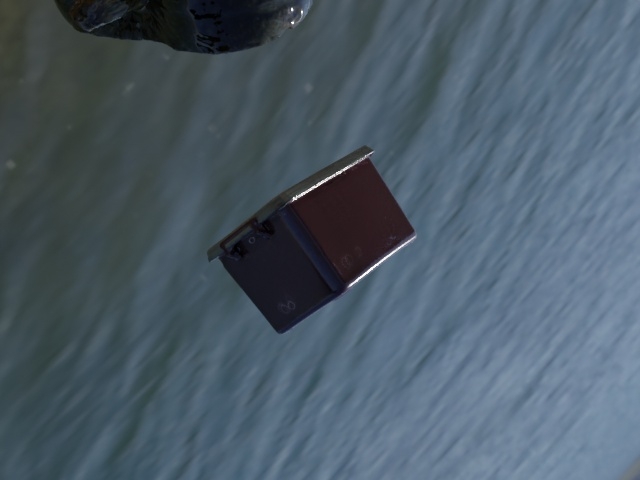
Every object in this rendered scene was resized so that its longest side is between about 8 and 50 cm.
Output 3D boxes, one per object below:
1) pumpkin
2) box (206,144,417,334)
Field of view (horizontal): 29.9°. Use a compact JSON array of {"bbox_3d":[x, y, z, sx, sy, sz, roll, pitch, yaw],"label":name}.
[{"bbox_3d":[-0.168,-0.287,1.249,0.222,0.317,0.139,-39,135,-39],"label":"pumpkin"},{"bbox_3d":[0.000,0.000,1.762,0.193,0.167,0.294,-38,177,38],"label":"box"}]
